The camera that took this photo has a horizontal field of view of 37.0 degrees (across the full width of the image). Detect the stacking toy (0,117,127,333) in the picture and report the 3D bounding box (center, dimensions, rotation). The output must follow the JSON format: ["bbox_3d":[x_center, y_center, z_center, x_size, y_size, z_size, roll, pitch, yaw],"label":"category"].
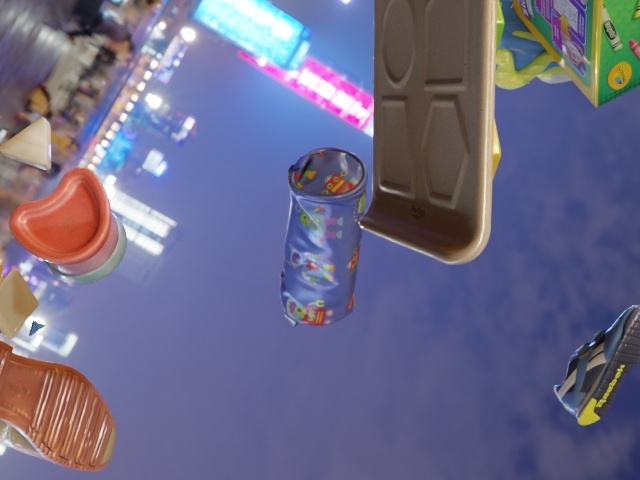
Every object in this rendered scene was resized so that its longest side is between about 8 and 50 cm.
[{"bbox_3d":[-0.467,-0.012,1.485,0.309,0.279,0.130,-28,155,-5],"label":"stacking toy"}]

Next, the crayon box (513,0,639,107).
[{"bbox_3d":[0.255,-0.279,0.917,0.081,0.278,0.165,-28,-122,-2],"label":"crayon box"}]

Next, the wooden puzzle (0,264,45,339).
[{"bbox_3d":[-0.411,0.083,1.269,0.014,0.116,0.078,-6,-153,28],"label":"wooden puzzle"}]

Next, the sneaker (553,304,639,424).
[{"bbox_3d":[0.301,0.126,1.031,0.059,0.053,0.144,41,-76,47],"label":"sneaker"}]

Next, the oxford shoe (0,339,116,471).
[{"bbox_3d":[-0.471,0.246,1.462,0.147,0.397,0.140,-8,-127,31],"label":"oxford shoe"}]

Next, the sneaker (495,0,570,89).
[{"bbox_3d":[0.233,-0.244,1.102,0.240,0.126,0.091,-17,-142,6],"label":"sneaker"}]

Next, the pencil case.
[{"bbox_3d":[0.000,0.000,1.494,0.119,0.133,0.306,-59,161,-44],"label":"pencil case"}]

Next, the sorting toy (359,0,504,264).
[{"bbox_3d":[0.077,-0.099,0.642,0.193,0.038,0.208,-153,-113,-72],"label":"sorting toy"}]
